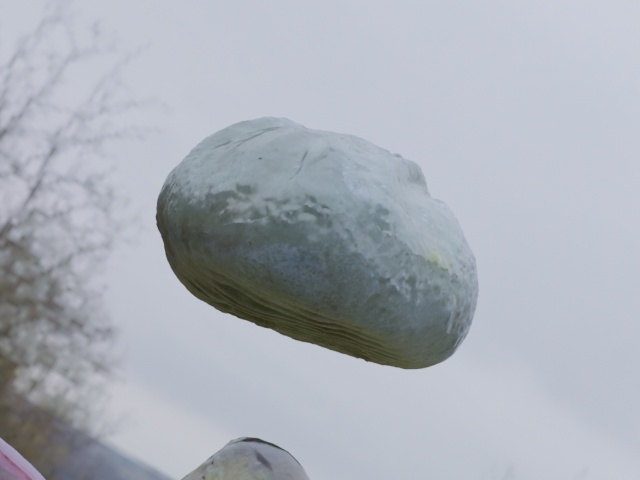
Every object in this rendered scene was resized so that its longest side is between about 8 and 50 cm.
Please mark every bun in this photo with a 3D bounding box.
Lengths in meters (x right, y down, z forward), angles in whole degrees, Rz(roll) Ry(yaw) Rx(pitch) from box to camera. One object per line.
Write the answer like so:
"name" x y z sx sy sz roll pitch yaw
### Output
"bun" 0.000 0.000 1.692 0.361 0.211 0.362 17 -13 4

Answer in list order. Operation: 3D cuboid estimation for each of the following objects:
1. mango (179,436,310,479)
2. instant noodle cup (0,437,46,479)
"mango" -0.125 0.275 1.056 0.177 0.329 0.175 58 -1 4
"instant noodle cup" -0.267 0.235 0.814 0.325 0.254 0.326 43 20 -20
